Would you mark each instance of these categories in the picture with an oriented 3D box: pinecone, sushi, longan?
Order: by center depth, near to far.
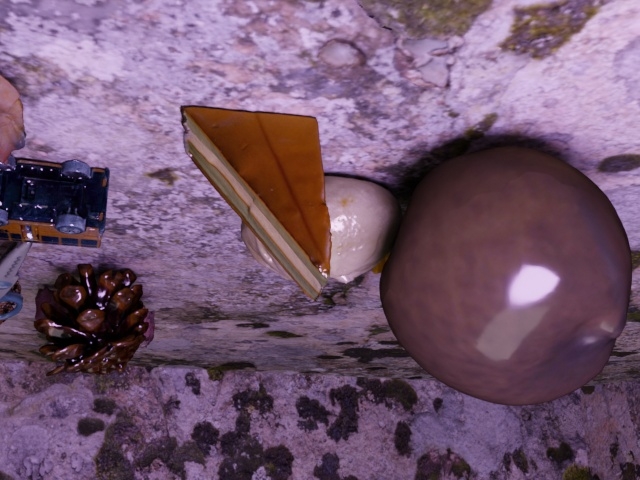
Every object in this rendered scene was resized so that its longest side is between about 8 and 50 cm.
[{"bbox_3d":[0.208,0.045,0.777,0.288,0.289,0.350,-1,147,4],"label":"longan"},{"bbox_3d":[-0.416,0.146,1.221,0.202,0.202,0.229,4,165,-24],"label":"pinecone"},{"bbox_3d":[-0.469,0.164,1.424,0.240,0.108,0.161,7,162,5],"label":"sushi"}]

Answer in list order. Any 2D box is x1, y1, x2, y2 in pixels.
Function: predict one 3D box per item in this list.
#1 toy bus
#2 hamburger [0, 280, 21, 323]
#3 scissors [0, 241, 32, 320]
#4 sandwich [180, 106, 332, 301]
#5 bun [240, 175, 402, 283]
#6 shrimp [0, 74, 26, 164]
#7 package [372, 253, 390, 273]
[{"bbox_3d":[-0.356,-0.046,0.811,0.181,0.091,0.103,5,161,-19],"label":"toy bus"},{"bbox_3d":[-0.692,0.106,1.264,0.230,0.107,0.231,0,157,0],"label":"hamburger"},{"bbox_3d":[-0.538,0.064,1.113,0.138,0.041,0.289,13,139,-40],"label":"scissors"},{"bbox_3d":[-0.070,-0.033,0.702,0.144,0.188,0.117,-3,162,-8],"label":"sandwich"},{"bbox_3d":[0.000,0.000,0.876,0.222,0.128,0.222,-2,161,-1],"label":"bun"},{"bbox_3d":[-0.348,-0.123,0.633,0.145,0.059,0.254,-15,154,4],"label":"shrimp"},{"bbox_3d":[0.141,0.014,1.002,0.131,0.071,0.047,1,167,5],"label":"package"}]
